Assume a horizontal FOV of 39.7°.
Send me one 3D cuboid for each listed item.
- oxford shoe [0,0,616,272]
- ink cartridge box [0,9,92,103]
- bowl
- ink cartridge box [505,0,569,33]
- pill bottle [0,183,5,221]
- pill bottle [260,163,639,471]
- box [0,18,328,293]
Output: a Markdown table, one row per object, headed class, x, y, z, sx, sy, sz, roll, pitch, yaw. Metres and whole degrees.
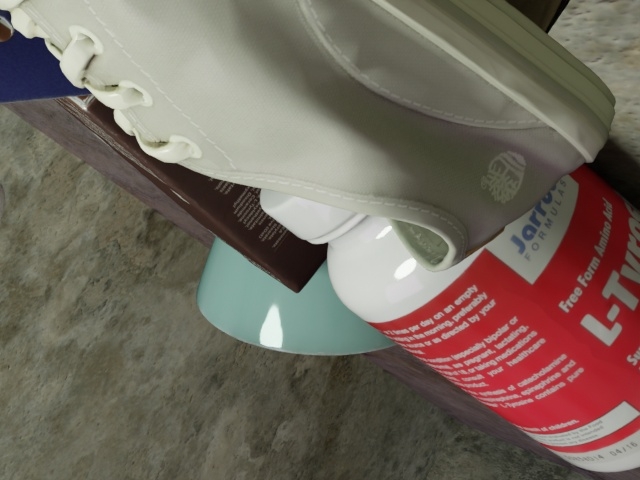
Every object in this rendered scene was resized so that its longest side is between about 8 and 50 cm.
| class | x | y | z | sx | sy | sz | roll | pitch | yaw |
| --- | --- | --- | --- | --- | --- | --- | --- | --- | --- |
| oxford shoe | -0.069 | -0.108 | 0.351 | 0.449 | 0.130 | 0.169 | 28 | -168 | -26 |
| ink cartridge box | -0.209 | -0.212 | 0.408 | 0.072 | 0.303 | 0.307 | -31 | 85 | 35 |
| bowl | 0.000 | 0.000 | 1.118 | 0.311 | 0.163 | 0.311 | 3 | -157 | -1 |
| ink cartridge box | 0.036 | -0.210 | 0.436 | 0.235 | 0.088 | 0.193 | 29 | 158 | 10 |
| pill bottle | -0.449 | -0.060 | 0.810 | 0.278 | 0.162 | 0.162 | 38 | 167 | -35 |
| pill bottle | 0.157 | 0.016 | 0.792 | 0.408 | 0.229 | 0.229 | 35 | 168 | -19 |
| box | -0.122 | -0.111 | 0.855 | 0.191 | 0.143 | 0.381 | 34 | 174 | 35 |
